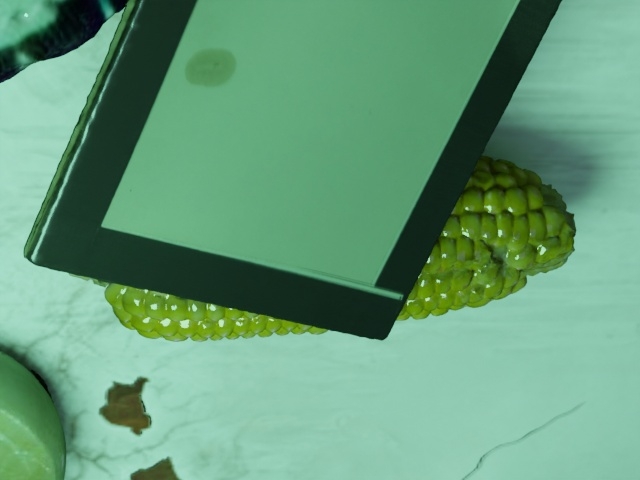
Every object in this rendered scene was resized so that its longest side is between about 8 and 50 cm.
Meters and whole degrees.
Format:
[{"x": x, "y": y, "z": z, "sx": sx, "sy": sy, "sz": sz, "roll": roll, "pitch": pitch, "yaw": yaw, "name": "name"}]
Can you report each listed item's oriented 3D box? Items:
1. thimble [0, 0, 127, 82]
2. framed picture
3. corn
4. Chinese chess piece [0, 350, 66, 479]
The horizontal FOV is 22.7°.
[{"x": -0.220, "y": -0.178, "z": 0.848, "sx": 0.237, "sy": 0.237, "sz": 0.150, "roll": -12, "pitch": 126, "yaw": -3, "name": "thimble"}, {"x": 0.009, "y": -0.108, "z": 0.916, "sx": 0.265, "sy": 0.016, "sz": 0.347, "roll": 14, "pitch": 112, "yaw": -34, "name": "framed picture"}, {"x": 0.000, "y": 0.000, "z": 1.072, "sx": 0.347, "sy": 0.130, "sz": 0.130, "roll": -3, "pitch": 124, "yaw": -9, "name": "corn"}, {"x": -0.279, "y": 0.159, "z": 1.153, "sx": 0.188, "sy": 0.083, "sz": 0.188, "roll": -4, "pitch": 121, "yaw": -7, "name": "Chinese chess piece"}]
